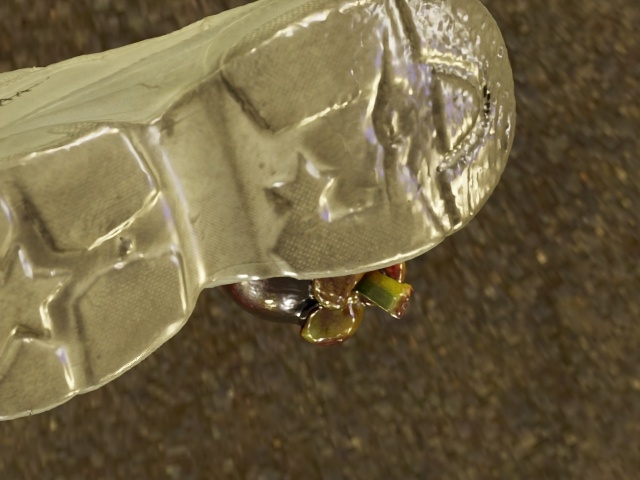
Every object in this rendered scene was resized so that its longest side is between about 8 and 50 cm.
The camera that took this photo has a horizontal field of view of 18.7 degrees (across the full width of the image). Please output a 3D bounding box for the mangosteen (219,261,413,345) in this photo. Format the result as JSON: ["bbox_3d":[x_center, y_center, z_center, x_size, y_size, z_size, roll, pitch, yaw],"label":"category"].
[{"bbox_3d":[0.000,0.000,1.244,0.137,0.151,0.137,-38,154,-23],"label":"mangosteen"}]

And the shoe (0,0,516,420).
[{"bbox_3d":[-0.080,-0.042,0.906,0.342,0.210,0.132,-25,113,-28],"label":"shoe"}]
